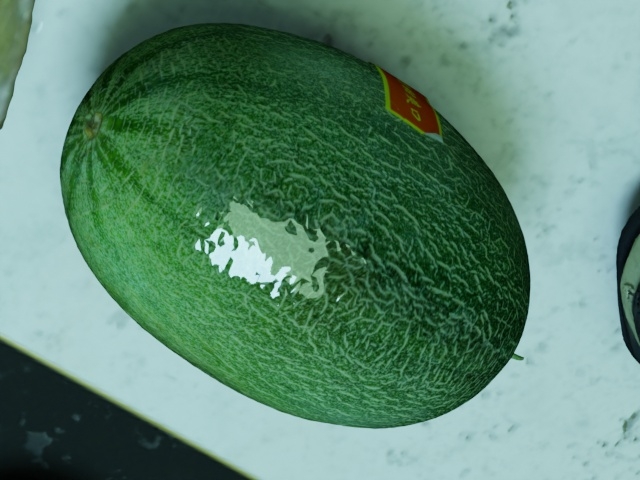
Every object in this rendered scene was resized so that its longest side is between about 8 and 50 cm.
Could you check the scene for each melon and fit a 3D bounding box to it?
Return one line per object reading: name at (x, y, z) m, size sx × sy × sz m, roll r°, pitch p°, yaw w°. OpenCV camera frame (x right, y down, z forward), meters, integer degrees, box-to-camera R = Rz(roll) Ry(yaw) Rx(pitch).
melon at (0.000, 0.000, 0.787) m, size 0.287 × 0.182 × 0.182 m, roll 35°, pitch 109°, yaw -27°

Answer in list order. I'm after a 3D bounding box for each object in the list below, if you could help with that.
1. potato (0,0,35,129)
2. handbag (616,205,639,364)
potato at (-0.240, -0.180, 0.675) m, size 0.189 × 0.211 × 0.264 m, roll -65°, pitch 159°, yaw -13°
handbag at (0.305, 0.031, 0.874) m, size 0.254 × 0.181 × 0.181 m, roll -14°, pitch 123°, yaw -6°
